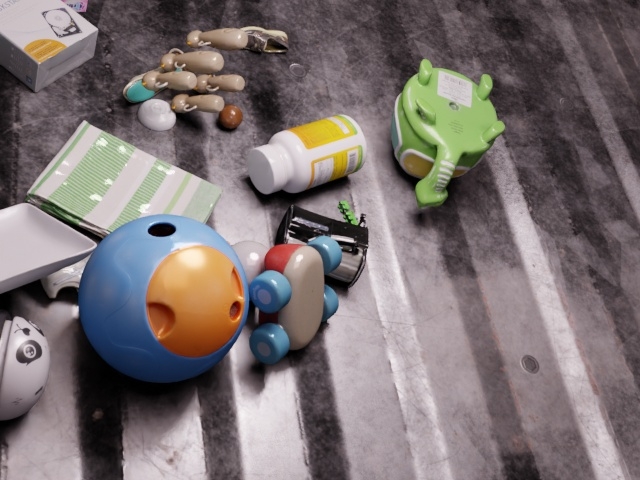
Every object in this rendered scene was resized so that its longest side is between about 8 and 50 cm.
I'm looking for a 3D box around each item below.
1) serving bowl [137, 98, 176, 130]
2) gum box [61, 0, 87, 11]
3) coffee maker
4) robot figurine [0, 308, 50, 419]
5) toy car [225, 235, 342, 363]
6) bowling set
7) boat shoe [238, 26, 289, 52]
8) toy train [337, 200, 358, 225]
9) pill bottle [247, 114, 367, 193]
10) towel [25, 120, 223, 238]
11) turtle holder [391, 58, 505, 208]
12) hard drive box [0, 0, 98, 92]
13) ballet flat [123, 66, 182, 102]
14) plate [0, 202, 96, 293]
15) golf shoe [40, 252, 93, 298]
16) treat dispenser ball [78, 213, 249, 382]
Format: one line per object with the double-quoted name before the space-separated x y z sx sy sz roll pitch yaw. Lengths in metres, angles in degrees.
"serving bowl" -0.355 -0.279 1.885 0.083 0.027 0.083 11 53 -14
"gum box" -0.583 -0.633 1.992 0.062 0.107 0.188 -6 59 -26
"coffee maker" 0.000 0.000 1.792 0.178 0.120 0.171 18 28 -11
"robot figurine" -0.571 0.190 1.359 0.278 0.173 0.209 9 74 -16
"toy car" -0.115 0.085 1.657 0.238 0.210 0.219 18 30 27
"bowling set" -0.268 -0.331 1.899 0.154 0.200 0.287 6 34 27
"boat shoe" -0.144 -0.485 2.104 0.152 0.056 0.049 -7 54 -27
"toy train" 0.065 -0.054 1.907 0.024 0.017 0.083 -7 59 -39
"pill bottle" -0.032 -0.182 1.880 0.246 0.136 0.136 -22 67 -33
"towel" -0.385 -0.094 1.733 0.325 0.038 0.248 26 50 -4
"turtle holder" 0.285 -0.233 1.992 0.243 0.227 0.320 -7 60 -28
"hard drive box" -0.630 -0.453 1.856 0.232 0.089 0.181 37 50 6
"ballet flat" -0.381 -0.350 1.920 0.052 0.057 0.168 25 40 33
"plate" -0.570 0.028 1.489 0.277 0.045 0.278 -25 34 -37
"golf shoe" -0.430 0.062 1.597 0.176 0.069 0.086 -11 81 -26
"treat dispenser ball" -0.267 0.099 1.481 0.288 0.288 0.288 11 53 -15
